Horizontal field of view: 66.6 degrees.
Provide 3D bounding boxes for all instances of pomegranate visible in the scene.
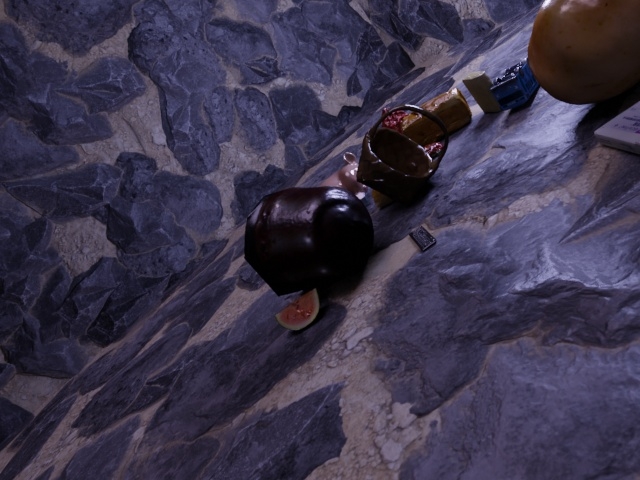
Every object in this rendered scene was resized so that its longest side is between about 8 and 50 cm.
[{"bbox_3d":[0.811,-0.581,1.372,0.411,0.411,0.411,-34,18,13],"label":"pomegranate"}]

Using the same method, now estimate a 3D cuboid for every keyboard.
[{"bbox_3d":[0.309,-0.009,1.486,0.053,0.010,0.155,-37,18,6],"label":"keyboard"}]

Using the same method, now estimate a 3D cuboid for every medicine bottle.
[{"bbox_3d":[0.786,-0.276,1.163,0.171,0.052,0.201,-35,16,12],"label":"medicine bottle"}]

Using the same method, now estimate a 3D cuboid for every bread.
[{"bbox_3d":[0.256,-0.194,1.922,0.106,0.082,0.125,-20,27,28],"label":"bread"},{"bbox_3d":[0.664,-0.600,1.977,0.060,0.178,0.139,-43,18,-1],"label":"bread"},{"bbox_3d":[0.503,-0.531,2.132,0.294,0.167,0.132,-30,19,24],"label":"bread"}]

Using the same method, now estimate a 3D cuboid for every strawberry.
[{"bbox_3d":[0.462,-0.383,2.046,0.104,0.048,0.152,-29,23,16],"label":"strawberry"},{"bbox_3d":[0.392,-0.537,2.421,0.234,0.234,0.178,10,80,67],"label":"strawberry"}]

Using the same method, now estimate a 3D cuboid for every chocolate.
[{"bbox_3d":[0.000,0.000,1.588,0.331,0.383,0.383,4,43,45],"label":"chocolate"}]

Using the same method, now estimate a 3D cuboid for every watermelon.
[{"bbox_3d":[-0.053,0.225,1.522,0.163,0.087,0.069,-33,-12,10],"label":"watermelon"}]

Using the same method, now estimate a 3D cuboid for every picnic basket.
[{"bbox_3d":[0.306,-0.341,1.773,0.337,0.293,0.337,-62,2,4],"label":"picnic basket"}]

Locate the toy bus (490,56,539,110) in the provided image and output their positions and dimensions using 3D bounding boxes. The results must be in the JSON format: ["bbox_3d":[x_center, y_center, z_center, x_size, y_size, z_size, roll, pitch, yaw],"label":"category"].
[{"bbox_3d":[0.754,-0.598,1.872,0.116,0.133,0.234,-18,22,47],"label":"toy bus"}]

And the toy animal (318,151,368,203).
[{"bbox_3d":[0.105,-0.213,2.088,0.256,0.195,0.213,-35,51,-10],"label":"toy animal"}]
